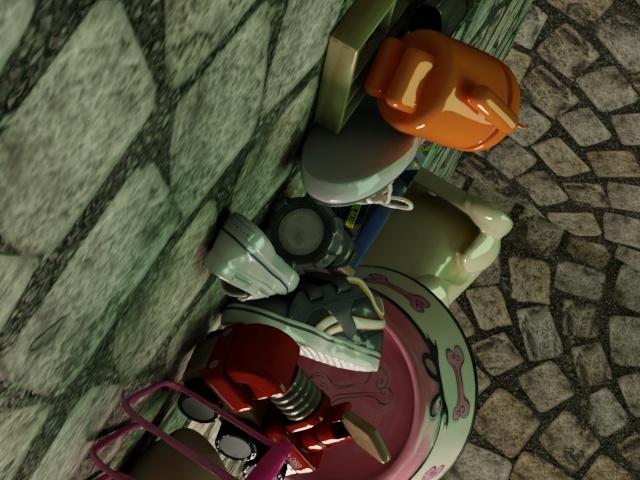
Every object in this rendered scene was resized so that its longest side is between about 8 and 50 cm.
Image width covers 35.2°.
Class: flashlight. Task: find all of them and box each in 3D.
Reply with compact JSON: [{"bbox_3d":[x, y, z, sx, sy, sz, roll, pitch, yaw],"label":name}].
[{"bbox_3d":[0.000,0.000,1.416,0.304,0.103,0.103,27,52,-78],"label":"flashlight"}]

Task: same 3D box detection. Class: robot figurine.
[{"bbox_3d":[0.156,-0.177,1.224,0.158,0.219,0.128,-19,-112,44],"label":"robot figurine"}]

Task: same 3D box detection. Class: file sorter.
[{"bbox_3d":[-0.195,0.327,1.141,0.290,0.182,0.202,-60,173,5],"label":"file sorter"}]

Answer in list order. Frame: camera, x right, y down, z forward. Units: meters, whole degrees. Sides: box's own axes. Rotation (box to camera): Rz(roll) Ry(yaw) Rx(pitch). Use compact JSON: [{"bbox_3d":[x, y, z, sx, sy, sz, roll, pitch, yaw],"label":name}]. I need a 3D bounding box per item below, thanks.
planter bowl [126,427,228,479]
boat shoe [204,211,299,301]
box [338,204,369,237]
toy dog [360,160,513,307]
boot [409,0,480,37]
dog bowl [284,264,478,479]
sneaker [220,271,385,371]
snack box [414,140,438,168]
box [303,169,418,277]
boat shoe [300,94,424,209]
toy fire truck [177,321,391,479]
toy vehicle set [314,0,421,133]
[{"bbox_3d":[-0.201,0.341,1.326,0.109,0.162,0.162,-17,143,-39],"label":"planter bowl"},{"bbox_3d":[-0.088,0.030,1.172,0.076,0.083,0.226,-47,159,-6],"label":"boat shoe"},{"bbox_3d":[0.080,-0.126,1.573,0.184,0.045,0.190,112,-3,-55],"label":"box"},{"bbox_3d":[0.138,0.076,1.921,0.408,0.285,0.395,-55,164,-2],"label":"toy dog"},{"bbox_3d":[0.187,-0.328,1.304,0.229,0.091,0.263,-54,168,-7],"label":"boot"},{"bbox_3d":[0.045,0.246,1.672,0.150,0.408,0.408,-3,124,-61],"label":"dog bowl"},{"bbox_3d":[-0.019,0.100,1.445,0.321,0.126,0.127,25,73,-52],"label":"sneaker"},{"bbox_3d":[0.216,-0.201,2.176,0.174,0.070,0.207,-49,168,-53],"label":"snack box"},{"bbox_3d":[0.061,-0.039,1.682,0.136,0.036,0.225,2,-127,57],"label":"box"},{"bbox_3d":[0.069,-0.107,1.349,0.367,0.136,0.156,-60,157,-54],"label":"boat shoe"},{"bbox_3d":[-0.029,0.207,1.268,0.246,0.217,0.158,-21,-150,30],"label":"toy fire truck"},{"bbox_3d":[0.081,-0.273,1.219,0.267,0.035,0.166,-56,171,-26],"label":"toy vehicle set"}]
